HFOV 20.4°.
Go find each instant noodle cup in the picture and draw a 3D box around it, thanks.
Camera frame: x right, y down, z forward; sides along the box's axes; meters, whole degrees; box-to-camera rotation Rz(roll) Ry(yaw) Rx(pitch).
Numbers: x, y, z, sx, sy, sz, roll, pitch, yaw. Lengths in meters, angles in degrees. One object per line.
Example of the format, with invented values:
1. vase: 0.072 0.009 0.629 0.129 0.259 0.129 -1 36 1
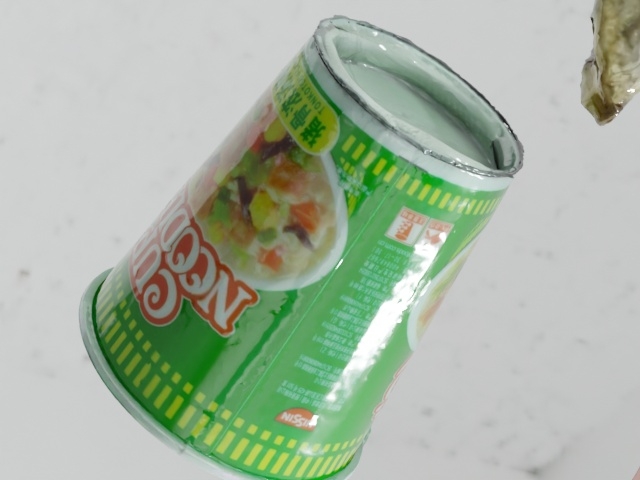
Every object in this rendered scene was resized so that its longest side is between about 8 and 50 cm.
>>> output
1. instant noodle cup: 0.000 0.000 1.063 0.233 0.207 0.207 -55 -146 24

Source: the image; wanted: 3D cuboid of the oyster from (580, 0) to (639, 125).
1. oyster: 0.160 -0.133 0.657 0.072 0.209 0.133 27 -54 25

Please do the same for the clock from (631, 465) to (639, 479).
1. clock: 0.213 0.129 0.855 0.061 0.113 0.155 -39 -175 43
